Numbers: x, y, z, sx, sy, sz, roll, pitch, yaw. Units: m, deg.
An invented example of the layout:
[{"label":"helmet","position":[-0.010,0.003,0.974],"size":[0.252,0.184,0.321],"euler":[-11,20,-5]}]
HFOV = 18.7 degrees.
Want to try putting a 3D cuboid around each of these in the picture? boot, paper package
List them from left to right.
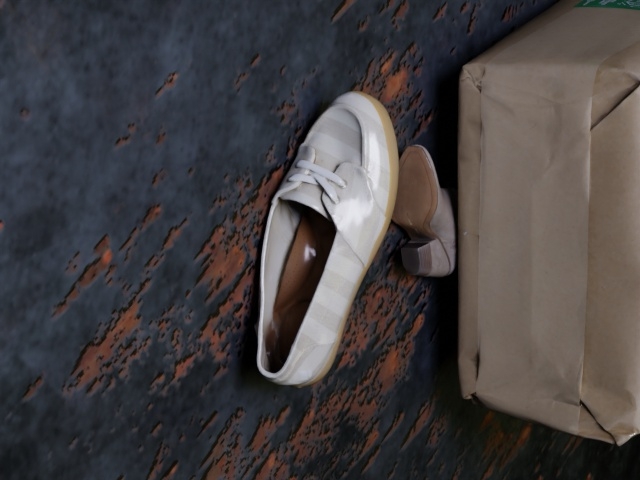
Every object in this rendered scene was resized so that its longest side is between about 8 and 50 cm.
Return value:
[{"label":"boot","position":[0.091,-0.027,1.540],"size":[0.087,0.042,0.118],"euler":[-28,125,-55]},{"label":"paper package","position":[0.251,-0.045,1.612],"size":[0.325,0.168,0.309],"euler":[-34,129,-53]}]

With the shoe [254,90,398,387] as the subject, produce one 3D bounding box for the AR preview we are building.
[{"label":"shoe","position":[0.000,0.000,1.380],"size":[0.058,0.077,0.219],"euler":[7,98,-61]}]
